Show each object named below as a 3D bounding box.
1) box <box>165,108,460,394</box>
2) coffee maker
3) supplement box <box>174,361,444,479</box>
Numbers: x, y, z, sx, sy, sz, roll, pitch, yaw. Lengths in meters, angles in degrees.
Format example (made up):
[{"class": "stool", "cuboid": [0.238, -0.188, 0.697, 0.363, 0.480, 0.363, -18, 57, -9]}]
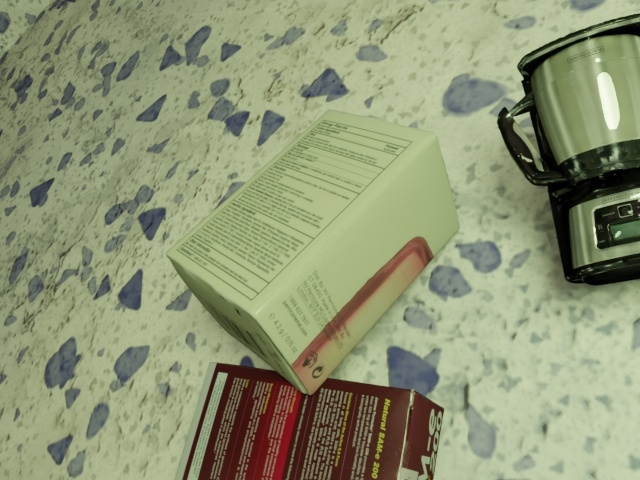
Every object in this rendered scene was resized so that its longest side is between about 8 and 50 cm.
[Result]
[{"class": "box", "cuboid": [0.000, 0.000, 0.535, 0.232, 0.127, 0.148, -44, 43, -20]}, {"class": "coffee maker", "cuboid": [0.240, -0.059, 0.440, 0.120, 0.171, 0.178, -21, 74, 52]}, {"class": "supplement box", "cuboid": [-0.017, 0.195, 0.521, 0.239, 0.073, 0.130, -1, 65, 36]}]
